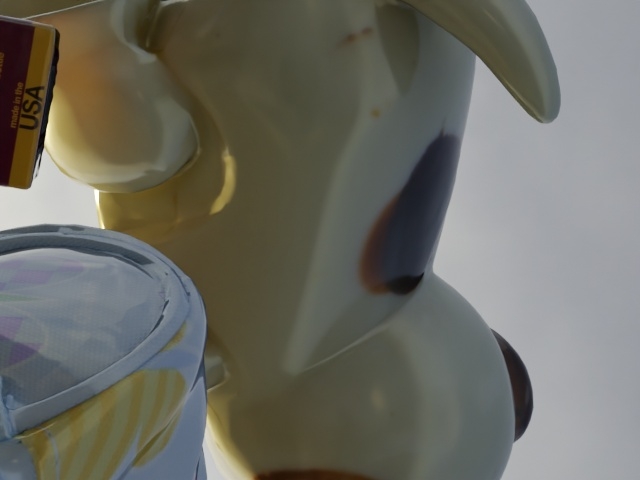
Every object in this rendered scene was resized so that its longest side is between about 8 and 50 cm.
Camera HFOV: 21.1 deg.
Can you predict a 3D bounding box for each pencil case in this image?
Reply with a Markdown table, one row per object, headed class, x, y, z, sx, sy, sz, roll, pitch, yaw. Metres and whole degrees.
| class | x | y | z | sx | sy | sz | roll | pitch | yaw |
| --- | --- | --- | --- | --- | --- | --- | --- | --- | --- |
| pencil case | -0.074 | 0.131 | 0.467 | 0.124 | 0.113 | 0.273 | -128 | -150 | -58 |

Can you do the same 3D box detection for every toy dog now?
| class | x | y | z | sx | sy | sz | roll | pitch | yaw |
| --- | --- | --- | --- | --- | --- | --- | --- | --- | --- |
| toy dog | 0.000 | 0.000 | 1.075 | 0.395 | 0.284 | 0.408 | -4 | -66 | 28 |

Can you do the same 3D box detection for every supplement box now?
| class | x | y | z | sx | sy | sz | roll | pitch | yaw |
| --- | --- | --- | --- | --- | --- | --- | --- | --- | --- |
| supplement box | -0.225 | -0.080 | 0.831 | 0.104 | 0.188 | 0.081 | -147 | -113 | -81 |
